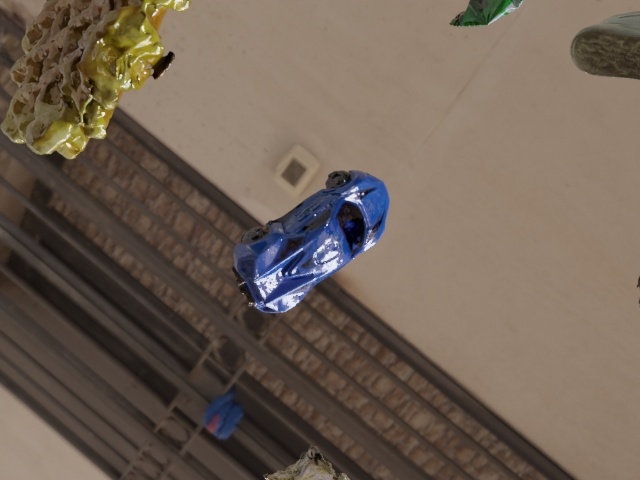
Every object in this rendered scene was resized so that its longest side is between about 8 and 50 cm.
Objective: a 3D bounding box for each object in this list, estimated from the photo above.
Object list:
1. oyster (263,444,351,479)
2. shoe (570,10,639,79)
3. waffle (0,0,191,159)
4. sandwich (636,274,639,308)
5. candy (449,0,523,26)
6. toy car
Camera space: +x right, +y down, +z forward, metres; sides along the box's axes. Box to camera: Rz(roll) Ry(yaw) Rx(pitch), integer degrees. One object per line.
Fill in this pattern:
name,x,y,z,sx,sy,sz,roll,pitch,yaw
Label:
oyster,-0.017,0.334,1.094,0.106,0.061,0.200,-28,-172,-7
shoe,0.662,-0.389,1.555,0.159,0.316,0.124,-50,142,-44
waffle,-0.191,-0.213,0.713,0.325,0.068,0.302,-54,-143,17
sandwich,0.646,0.037,1.104,0.325,0.131,0.262,-33,-157,-26
candy,0.342,-0.461,1.463,0.203,0.078,0.141,-33,-154,39
toy car,0.000,0.000,0.902,0.216,0.103,0.063,-35,-149,-21
